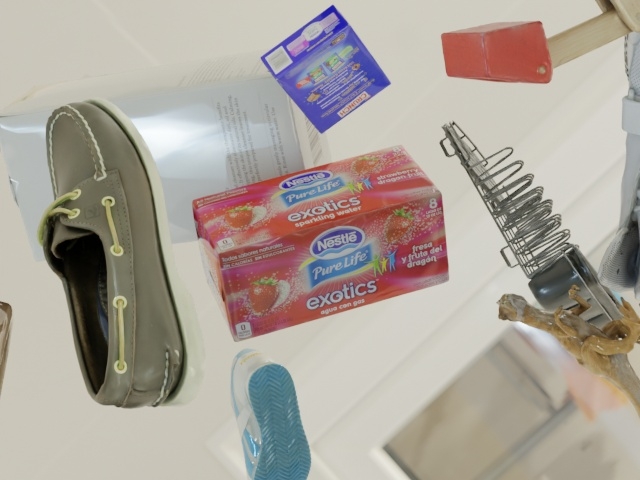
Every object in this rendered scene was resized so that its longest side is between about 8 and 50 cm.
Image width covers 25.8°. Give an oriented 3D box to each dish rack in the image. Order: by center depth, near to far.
[{"bbox_3d":[0.229,-0.016,1.517,0.208,0.074,0.271,42,19,-58],"label":"dish rack"}]

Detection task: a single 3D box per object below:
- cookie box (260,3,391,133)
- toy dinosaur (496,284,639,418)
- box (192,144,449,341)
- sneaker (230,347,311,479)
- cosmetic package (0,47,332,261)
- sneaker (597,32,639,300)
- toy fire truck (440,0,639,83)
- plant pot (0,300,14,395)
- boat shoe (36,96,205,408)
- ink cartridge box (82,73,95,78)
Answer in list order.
[{"bbox_3d":[0.006,-0.168,1.392,0.040,0.092,0.107,59,7,37],"label":"cookie box"},{"bbox_3d":[0.248,0.099,1.205,0.211,0.112,0.064,42,36,-3],"label":"toy dinosaur"},{"bbox_3d":[0.000,0.000,1.545,0.128,0.257,0.122,-121,-161,-56],"label":"box"},{"bbox_3d":[-0.071,0.252,1.878,0.087,0.228,0.092,-12,23,-22],"label":"sneaker"},{"bbox_3d":[-0.184,-0.107,1.699,0.155,0.366,0.196,-65,148,-65],"label":"cosmetic package"},{"bbox_3d":[0.340,-0.069,1.302,0.137,0.210,0.365,7,-33,22],"label":"sneaker"},{"bbox_3d":[0.157,-0.162,0.778,0.047,0.192,0.135,-165,-114,-65],"label":"toy fire truck"},{"bbox_3d":[-0.347,0.151,0.954,0.229,0.263,0.263,11,22,-9],"label":"plant pot"},{"bbox_3d":[-0.189,0.004,1.213,0.091,0.109,0.305,-1,61,-39],"label":"boat shoe"},{"bbox_3d":[-0.372,-0.151,2.205,0.086,0.148,0.203,16,30,1],"label":"ink cartridge box"}]
